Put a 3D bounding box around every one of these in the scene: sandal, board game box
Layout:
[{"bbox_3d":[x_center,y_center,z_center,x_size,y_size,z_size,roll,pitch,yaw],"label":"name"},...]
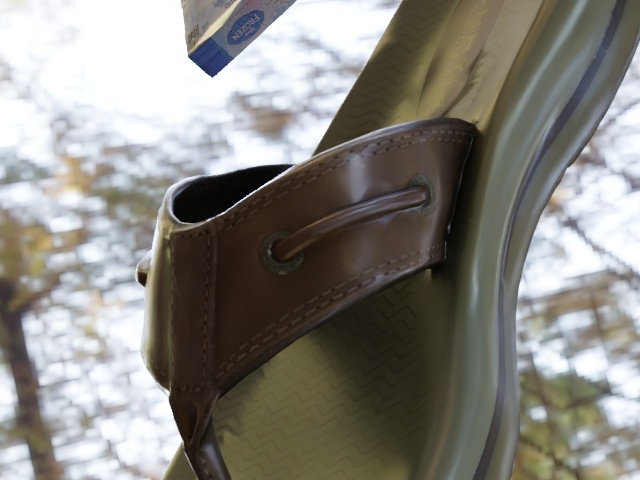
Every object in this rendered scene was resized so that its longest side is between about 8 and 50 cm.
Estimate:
[{"bbox_3d":[-0.001,-0.001,0.468,0.120,0.086,0.303,-15,-135,48],"label":"sandal"},{"bbox_3d":[-0.032,-0.134,0.898,0.090,0.020,0.090,-42,-153,17],"label":"board game box"}]
